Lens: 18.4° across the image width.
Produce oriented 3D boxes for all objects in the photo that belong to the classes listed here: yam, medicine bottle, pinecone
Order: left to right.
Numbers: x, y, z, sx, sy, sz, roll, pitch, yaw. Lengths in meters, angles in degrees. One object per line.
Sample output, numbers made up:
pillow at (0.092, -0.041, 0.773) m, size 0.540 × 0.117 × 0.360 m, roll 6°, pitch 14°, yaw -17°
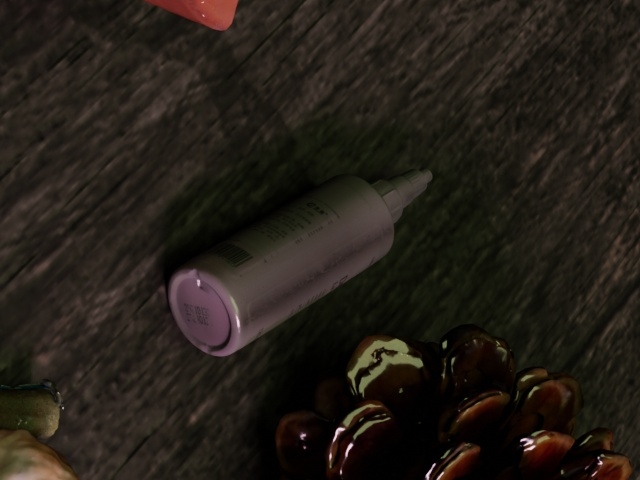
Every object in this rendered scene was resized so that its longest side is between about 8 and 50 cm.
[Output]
yam at (-0.187, 0.084, 0.975) m, size 0.129 × 0.027 × 0.033 m, roll 4°, pitch 100°, yaw -44°
medicine bottle at (0.000, 0.000, 1.137) m, size 0.199 × 0.057 × 0.057 m, roll -32°, pitch 114°, yaw -40°
pinecone at (0.089, 0.163, 1.135) m, size 0.221 × 0.221 × 0.221 m, roll -3°, pitch 95°, yaw -45°

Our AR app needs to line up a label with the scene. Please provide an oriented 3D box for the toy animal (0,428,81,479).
toy animal at (-0.144, 0.194, 0.978) m, size 0.184 × 0.104 × 0.185 m, roll 25°, pitch 70°, yaw -41°

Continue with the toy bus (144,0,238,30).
toy bus at (-0.177, -0.228, 0.836) m, size 0.427 × 0.203 × 0.233 m, roll 1°, pitch 108°, yaw -45°
